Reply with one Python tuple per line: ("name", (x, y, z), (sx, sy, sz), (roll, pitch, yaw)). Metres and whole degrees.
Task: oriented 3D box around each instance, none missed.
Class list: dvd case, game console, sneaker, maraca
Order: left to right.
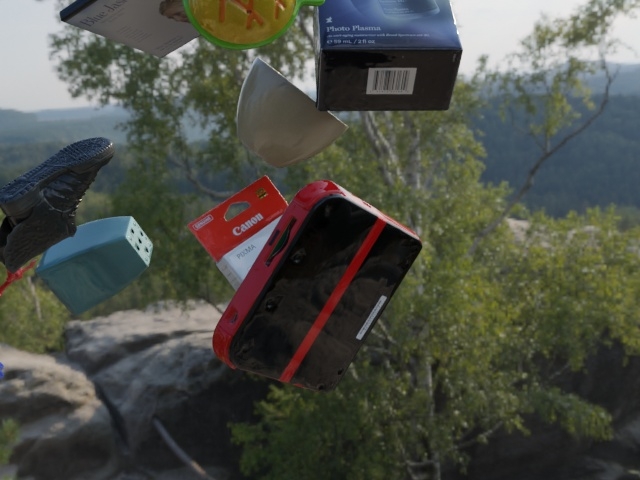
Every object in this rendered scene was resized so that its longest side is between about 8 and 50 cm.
("sneaker", (-0.298, -0.042, 0.789), (0.170, 0.089, 0.051), (-38, 46, -26))
("dvd case", (-0.307, -0.403, 1.244), (0.180, 0.022, 0.253), (-20, -11, 27))
("maraca", (-0.077, -0.301, 0.832), (0.186, 0.127, 0.099), (-34, 7, -19))
("game console", (0.002, 0.101, 1.332), (0.342, 0.386, 0.060), (27, 6, -46))

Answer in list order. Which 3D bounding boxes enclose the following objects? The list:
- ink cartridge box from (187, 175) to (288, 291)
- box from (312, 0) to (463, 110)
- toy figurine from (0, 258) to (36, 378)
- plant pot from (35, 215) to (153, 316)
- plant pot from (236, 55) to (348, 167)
("ink cartridge box", (-0.144, -0.017, 1.694), (0.275, 0.239, 0.060), (-38, 1, -34))
("box", (0.133, -0.450, 1.536), (0.296, 0.182, 0.294), (-1, 53, -3))
("toy figurine", (-0.489, 0.108, 0.915), (0.191, 0.217, 0.362), (-34, -20, -6))
("plant pot", (-0.560, 0.047, 1.775), (0.234, 0.165, 0.165), (-23, 32, 11))
("plant pot", (-0.098, -0.293, 1.729), (0.284, 0.191, 0.284), (37, 8, -6))
